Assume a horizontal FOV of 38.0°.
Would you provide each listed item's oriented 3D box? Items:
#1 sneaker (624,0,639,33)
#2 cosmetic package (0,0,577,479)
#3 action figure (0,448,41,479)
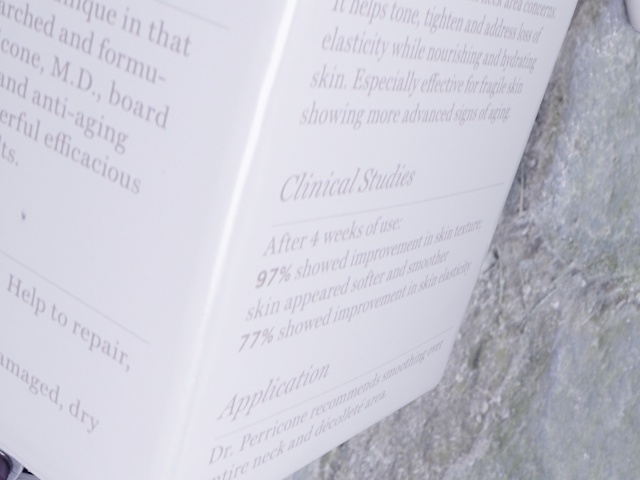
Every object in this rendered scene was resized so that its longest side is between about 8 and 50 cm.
[{"bbox_3d":[0.333,-0.337,1.007,0.086,0.085,0.237,-13,118,5],"label":"sneaker"},{"bbox_3d":[-0.069,-0.106,0.577,0.329,0.327,0.394,-12,123,-56],"label":"cosmetic package"},{"bbox_3d":[-0.229,0.110,0.764,0.099,0.285,0.185,21,127,-2],"label":"action figure"}]
